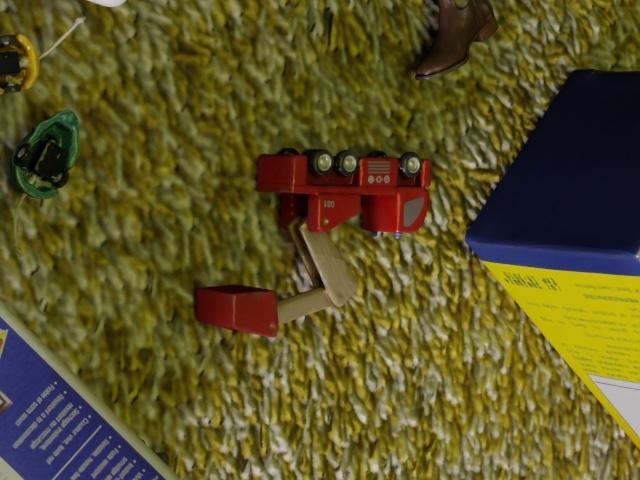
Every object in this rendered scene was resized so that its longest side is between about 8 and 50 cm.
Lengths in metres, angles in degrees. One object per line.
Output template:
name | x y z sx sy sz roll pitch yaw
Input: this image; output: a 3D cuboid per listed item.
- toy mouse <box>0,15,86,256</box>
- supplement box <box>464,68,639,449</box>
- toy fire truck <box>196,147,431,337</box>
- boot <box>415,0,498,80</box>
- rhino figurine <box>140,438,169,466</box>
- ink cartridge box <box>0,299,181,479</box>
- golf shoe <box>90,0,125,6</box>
toy mouse | -0.213 -0.060 1.237 0.161 0.031 0.143 -19 104 -36
supplement box | 0.321 0.045 1.566 0.356 0.194 0.195 48 65 -31
toy fire truck | 0.000 0.000 1.401 0.192 0.047 0.135 0 94 -39
boot | 0.087 -0.192 1.462 0.106 0.037 0.114 -46 123 -41
rhino figurine | -0.185 0.229 1.256 0.106 0.073 0.243 39 71 -36
ink cartridge box | -0.205 0.148 1.170 0.333 0.065 0.165 46 62 -7
golf shoe | -0.254 -0.185 1.160 0.306 0.115 0.140 19 92 -31
